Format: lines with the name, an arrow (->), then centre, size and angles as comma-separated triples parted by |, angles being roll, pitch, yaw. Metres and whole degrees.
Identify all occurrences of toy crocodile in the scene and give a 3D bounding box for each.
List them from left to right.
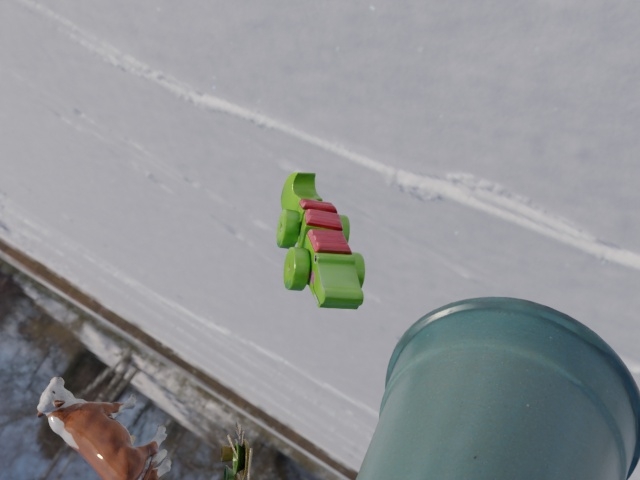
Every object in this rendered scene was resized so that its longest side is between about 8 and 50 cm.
toy crocodile -> 0.000, 0.000, 1.344 | 0.115, 0.105, 0.340 | 6, -153, -13

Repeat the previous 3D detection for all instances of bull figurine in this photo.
bull figurine -> -0.447, 0.399, 1.786 | 0.310, 0.101, 0.188 | 43, -145, 24

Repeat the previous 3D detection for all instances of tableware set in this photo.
tableware set -> -0.109, 0.288, 1.067 | 0.024, 0.104, 0.154 | 5, -179, -13

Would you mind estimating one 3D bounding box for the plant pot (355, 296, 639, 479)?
plant pot -> 0.186, 0.290, 0.991 | 0.341, 0.341, 0.334 | 31, -148, 7
